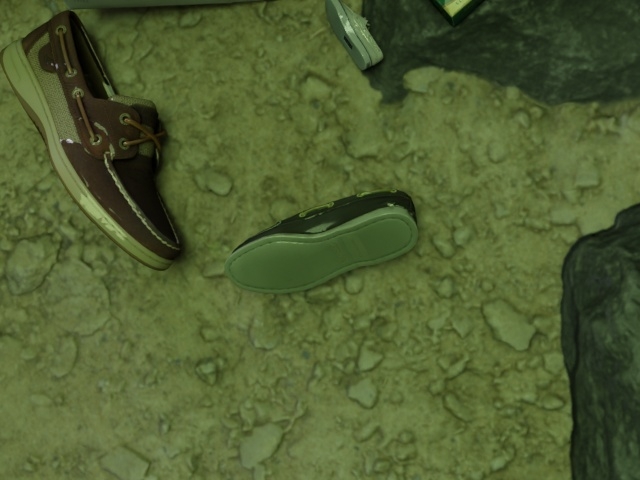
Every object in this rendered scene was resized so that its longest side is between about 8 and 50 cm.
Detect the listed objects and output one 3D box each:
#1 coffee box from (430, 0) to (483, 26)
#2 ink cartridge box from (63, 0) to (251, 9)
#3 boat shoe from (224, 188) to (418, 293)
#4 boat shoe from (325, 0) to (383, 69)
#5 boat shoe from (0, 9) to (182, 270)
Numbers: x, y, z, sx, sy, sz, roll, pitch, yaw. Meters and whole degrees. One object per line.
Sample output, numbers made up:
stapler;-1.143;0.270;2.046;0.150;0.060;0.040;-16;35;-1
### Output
coffee box;0.138;-0.352;0.950;0.113;0.040;0.184;-38;81;6
ink cartridge box;-0.167;-0.369;0.859;0.272;0.309;0.130;-3;81;-4
boat shoe;0.000;0.000;0.945;0.228;0.068;0.081;-14;124;14
boat shoe;0.041;-0.249;0.970;0.035;0.035;0.100;-27;77;-19
boat shoe;-0.247;-0.126;0.974;0.123;0.123;0.342;-35;75;8
